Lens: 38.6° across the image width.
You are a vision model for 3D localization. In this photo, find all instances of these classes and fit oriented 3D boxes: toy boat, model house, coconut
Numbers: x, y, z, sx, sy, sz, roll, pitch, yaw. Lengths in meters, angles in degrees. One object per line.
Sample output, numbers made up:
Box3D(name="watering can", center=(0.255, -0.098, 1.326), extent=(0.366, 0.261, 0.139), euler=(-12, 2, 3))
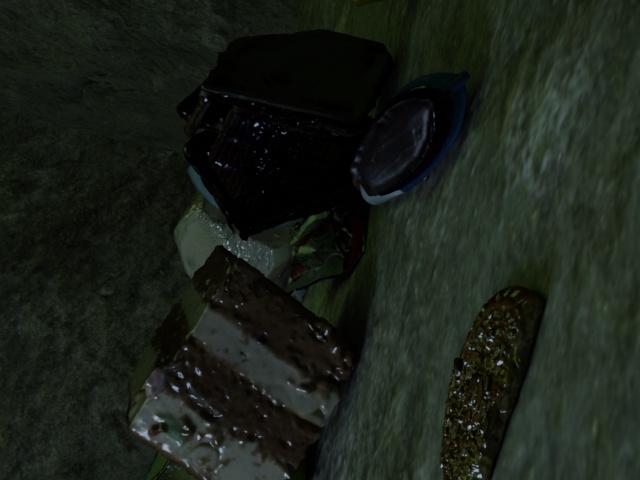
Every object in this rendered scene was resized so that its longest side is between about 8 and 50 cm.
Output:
Box3D(name="toy boat", center=(0.117, -0.131, 1.105), extent=(0.097, 0.100, 0.223), euler=(-38, -6, -35))
Box3D(name="model house", center=(-0.069, -0.180, 1.504), extent=(0.317, 0.297, 0.283), euler=(-69, 1, -47))
Box3D(name="coconut", center=(-0.203, -0.007, 2.202), extent=(0.254, 0.297, 0.297), euler=(-51, 25, 43))

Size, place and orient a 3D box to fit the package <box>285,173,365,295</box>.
Box3D(name="package", center=(0.013, -0.002, 1.567), extent=(0.269, 0.071, 0.194), euler=(-37, 47, 43))

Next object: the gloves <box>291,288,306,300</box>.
Box3D(name="gloves", center=(-0.048, 0.102, 1.870), extent=(0.044, 0.037, 0.081), euler=(-43, -14, -10))

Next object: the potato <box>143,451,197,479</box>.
Box3D(name="potato", center=(-0.255, 0.499, 2.183), extent=(0.280, 0.212, 0.330), euler=(-50, 12, 29))

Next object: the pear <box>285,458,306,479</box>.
Box3D(name="pear", center=(-0.086, 0.399, 1.453), extent=(0.239, 0.139, 0.288), euler=(-50, 10, 18))

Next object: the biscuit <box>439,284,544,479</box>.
Box3D(name="biscuit", center=(0.136, 0.129, 0.790), extent=(0.126, 0.025, 0.206), euler=(-117, 42, -76))

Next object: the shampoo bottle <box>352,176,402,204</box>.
Box3D(name="shampoo bottle", center=(0.089, -0.104, 1.308), extent=(0.221, 0.051, 0.108), euler=(153, 126, -78))

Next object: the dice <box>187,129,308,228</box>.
Box3D(name="dice", center=(-0.094, -0.205, 1.797), extent=(0.268, 0.262, 0.265), euler=(-78, 12, -52))

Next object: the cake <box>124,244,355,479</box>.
Box3D(name="cake", center=(-0.126, 0.191, 1.358), extent=(0.290, 0.255, 0.282), euler=(-52, 14, -2))

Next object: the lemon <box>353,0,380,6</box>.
Box3D(name="lemon", center=(0.088, -0.482, 1.477), extent=(0.173, 0.173, 0.206), euler=(124, 166, -65))
